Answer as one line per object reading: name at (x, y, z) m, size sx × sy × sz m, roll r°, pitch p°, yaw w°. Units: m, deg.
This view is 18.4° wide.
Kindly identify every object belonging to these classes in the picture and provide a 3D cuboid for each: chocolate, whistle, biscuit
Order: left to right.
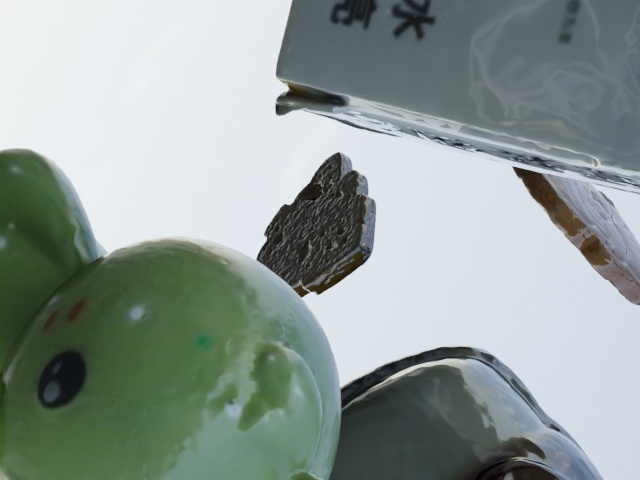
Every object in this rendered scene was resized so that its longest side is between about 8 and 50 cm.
whistle at (-0.115, 0.042, 0.719) m, size 0.294 × 0.141 × 0.141 m, roll 20°, pitch -116°, yaw 22°
biscuit at (0.000, 0.000, 1.273) m, size 0.119 × 0.019 × 0.130 m, roll -56°, pitch -154°, yaw -5°
chocolate at (0.061, 0.183, 1.305) m, size 0.283 × 0.284 × 0.186 m, roll -37°, pitch -114°, yaw 24°
biscuit at (0.154, -0.014, 1.135) m, size 0.019 × 0.130 × 0.102 m, roll -40°, pitch -165°, yaw 18°

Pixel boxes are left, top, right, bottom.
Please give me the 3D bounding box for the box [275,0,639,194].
box at (0.127, -0.137, 0.493) m, size 0.221 × 0.091 × 0.273 m, roll 13°, pitch -91°, yaw 21°
